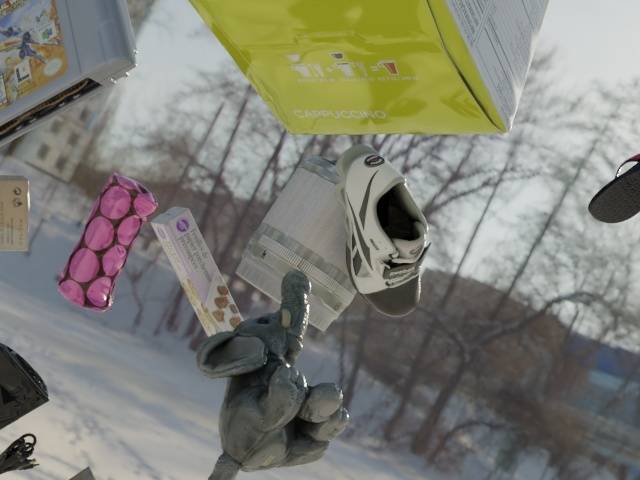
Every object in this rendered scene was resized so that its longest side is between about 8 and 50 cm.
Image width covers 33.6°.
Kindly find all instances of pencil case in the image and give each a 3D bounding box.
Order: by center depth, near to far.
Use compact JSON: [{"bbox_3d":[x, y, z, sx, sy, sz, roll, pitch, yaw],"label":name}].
[{"bbox_3d":[-0.325,0.005,1.641,0.098,0.209,0.095,26,2,-30],"label":"pencil case"}]

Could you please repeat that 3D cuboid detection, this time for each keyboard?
[{"bbox_3d":[-0.482,0.255,1.321,0.201,0.317,0.033,60,1,-32],"label":"keyboard"}]

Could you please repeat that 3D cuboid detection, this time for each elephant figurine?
[{"bbox_3d":[-0.076,0.169,1.359,0.186,0.169,0.239,1,38,-33],"label":"elephant figurine"}]

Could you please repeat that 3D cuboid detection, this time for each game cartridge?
[{"bbox_3d":[-0.385,-0.250,1.399,0.297,0.198,0.062,-25,-19,19],"label":"game cartridge"}]

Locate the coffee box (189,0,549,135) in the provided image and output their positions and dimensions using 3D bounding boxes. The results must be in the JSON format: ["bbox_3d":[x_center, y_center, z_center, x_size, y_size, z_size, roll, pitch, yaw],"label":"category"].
[{"bbox_3d":[0.073,-0.359,1.343,0.337,0.334,0.338,3,-31,31],"label":"coffee box"}]

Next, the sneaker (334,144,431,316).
[{"bbox_3d":[0.117,0.012,1.747,0.146,0.122,0.331,35,-29,50],"label":"sneaker"}]

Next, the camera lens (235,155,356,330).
[{"bbox_3d":[0.000,0.000,1.951,0.219,0.274,0.219,33,-5,3],"label":"camera lens"}]

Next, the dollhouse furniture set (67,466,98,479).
[{"bbox_3d":[-0.392,0.451,1.494,0.212,0.242,0.161,60,-15,-16],"label":"dollhouse furniture set"}]

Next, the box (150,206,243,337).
[{"bbox_3d":[-0.226,0.088,2.062,0.067,0.063,0.324,10,-51,55],"label":"box"}]

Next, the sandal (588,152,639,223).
[{"bbox_3d":[0.426,-0.088,1.406,0.067,0.179,0.040,52,-2,-35],"label":"sandal"}]

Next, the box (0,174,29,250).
[{"bbox_3d":[-0.640,-0.047,1.726,0.311,0.121,0.148,0,6,-21],"label":"box"}]
